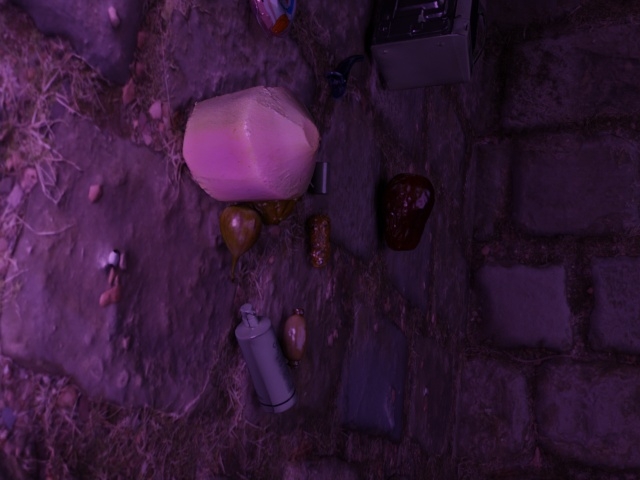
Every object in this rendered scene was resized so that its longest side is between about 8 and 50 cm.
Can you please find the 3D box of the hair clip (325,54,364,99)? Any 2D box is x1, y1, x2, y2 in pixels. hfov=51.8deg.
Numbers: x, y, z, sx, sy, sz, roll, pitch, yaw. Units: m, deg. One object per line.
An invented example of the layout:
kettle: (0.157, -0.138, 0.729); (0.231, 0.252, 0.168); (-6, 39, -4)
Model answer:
hair clip: (0.083, -0.503, 1.920); (0.275, 0.048, 0.083); (-59, 134, -49)

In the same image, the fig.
fig: (-0.157, 0.005, 1.364); (0.093, 0.093, 0.166); (-34, 116, -59)

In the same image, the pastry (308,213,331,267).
pastry: (0.000, 0.000, 1.715); (0.080, 0.056, 0.140); (-19, 103, -74)

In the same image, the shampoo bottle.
shampoo bottle: (-0.123, 0.250, 1.426); (0.085, 0.085, 0.262); (-52, 133, -51)

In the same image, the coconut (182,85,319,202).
coconut: (-0.116, -0.189, 1.285); (0.233, 0.245, 0.233); (9, 80, -63)

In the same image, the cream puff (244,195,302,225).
cream puff: (-0.097, -0.102, 1.453); (0.156, 0.121, 0.156); (6, 83, -63)

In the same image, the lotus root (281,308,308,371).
lotus root: (-0.062, 0.237, 1.574); (0.073, 0.062, 0.150); (70, 25, -79)

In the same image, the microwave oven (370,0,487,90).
microwave oven: (0.361, -0.732, 2.165); (0.247, 0.333, 0.394); (55, 41, -53)

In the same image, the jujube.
jujube: (0.284, -0.093, 2.162); (0.190, 0.190, 0.255); (-11, 105, -63)

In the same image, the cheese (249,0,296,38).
cheese: (-0.101, -0.590, 1.527); (0.189, 0.074, 0.286); (55, 41, -50)

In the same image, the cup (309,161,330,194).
cup: (-0.006, -0.163, 1.714); (0.075, 0.054, 0.083); (1, 90, -64)
